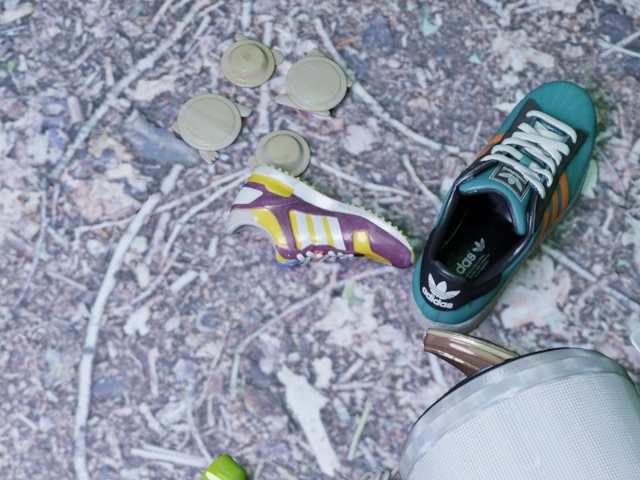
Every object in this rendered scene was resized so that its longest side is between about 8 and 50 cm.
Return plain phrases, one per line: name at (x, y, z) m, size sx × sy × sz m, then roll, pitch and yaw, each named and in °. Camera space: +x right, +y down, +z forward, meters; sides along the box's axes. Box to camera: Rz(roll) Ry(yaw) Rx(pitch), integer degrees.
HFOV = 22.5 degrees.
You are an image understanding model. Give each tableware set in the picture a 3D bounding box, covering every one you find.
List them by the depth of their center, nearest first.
tableware set at (-0.058, -0.137, 1.629) m, size 0.141 × 0.020 × 0.169 m, roll 26°, pitch 68°, yaw 8°

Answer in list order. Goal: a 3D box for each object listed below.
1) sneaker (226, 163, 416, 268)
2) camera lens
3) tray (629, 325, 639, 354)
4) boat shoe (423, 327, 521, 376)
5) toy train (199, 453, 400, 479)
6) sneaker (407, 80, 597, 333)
sneaker at (0.000, 0.000, 1.556) m, size 0.185 × 0.069 × 0.084 m, roll 25°, pitch 76°, yaw 13°
camera lens at (0.206, 0.245, 1.353) m, size 0.219 × 0.219 × 0.274 m, roll -18°, pitch 60°, yaw -11°
tray at (0.442, 0.084, 1.555) m, size 0.270 × 0.030 × 0.145 m, roll -31°, pitch 71°, yaw -15°
boat shoe at (0.175, 0.135, 1.506) m, size 0.178 × 0.064 × 0.060 m, roll 25°, pitch 86°, yaw 0°
toy train at (-0.048, 0.241, 1.436) m, size 0.143 × 0.105 × 0.248 m, roll 36°, pitch 69°, yaw 25°
sneaker at (0.189, -0.047, 1.553) m, size 0.108 × 0.121 × 0.302 m, roll 29°, pitch 69°, yaw 8°
